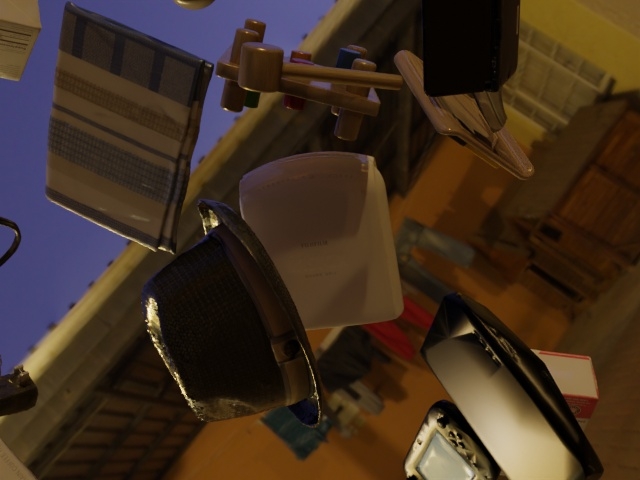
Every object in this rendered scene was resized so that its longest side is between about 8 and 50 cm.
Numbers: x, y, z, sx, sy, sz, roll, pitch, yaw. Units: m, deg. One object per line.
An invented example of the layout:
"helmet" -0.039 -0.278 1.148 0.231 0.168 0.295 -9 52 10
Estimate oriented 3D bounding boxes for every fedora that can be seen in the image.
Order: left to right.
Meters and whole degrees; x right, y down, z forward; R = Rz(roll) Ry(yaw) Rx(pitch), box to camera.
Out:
"fedora" -0.129 0.119 0.974 0.152 0.334 0.334 -26 -24 -17

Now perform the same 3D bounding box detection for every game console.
"game console" 0.158 -0.220 0.796 0.107 0.071 0.122 -44 -42 -47
"game console" 0.167 0.226 0.831 0.044 0.213 0.361 -20 -33 -23

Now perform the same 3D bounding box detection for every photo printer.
"photo printer" 0.000 0.000 1.334 0.107 0.256 0.308 -73 -25 -67

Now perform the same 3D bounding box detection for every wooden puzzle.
"wooden puzzle" 0.240 -0.207 1.303 0.238 0.221 0.044 19 -54 -39

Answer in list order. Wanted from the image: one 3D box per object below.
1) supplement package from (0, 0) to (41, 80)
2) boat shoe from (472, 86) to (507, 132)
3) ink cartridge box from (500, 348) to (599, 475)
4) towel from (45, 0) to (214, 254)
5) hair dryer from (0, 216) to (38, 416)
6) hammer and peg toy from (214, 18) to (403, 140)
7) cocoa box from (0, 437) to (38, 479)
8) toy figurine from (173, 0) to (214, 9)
"supplement package" -0.646 -0.421 1.335 0.261 0.204 0.145 5 -34 -36
"boat shoe" 0.260 -0.274 1.177 0.081 0.228 0.079 -20 28 11
"ink cartridge box" 0.330 0.280 1.225 0.092 0.158 0.218 -81 -3 -50
"towel" -0.252 -0.134 0.982 0.034 0.209 0.285 -52 -17 -57
"hair dryer" -0.417 0.093 0.699 0.293 0.080 0.224 -15 -67 -33
"hammer and peg toy" -0.028 -0.243 1.199 0.361 0.265 0.127 -95 19 -69
"cocoa box" -0.375 0.248 0.509 0.347 0.231 0.228 -35 6 34
"toy figurine" -0.080 -0.358 0.799 0.213 0.210 0.148 -12 -32 0
